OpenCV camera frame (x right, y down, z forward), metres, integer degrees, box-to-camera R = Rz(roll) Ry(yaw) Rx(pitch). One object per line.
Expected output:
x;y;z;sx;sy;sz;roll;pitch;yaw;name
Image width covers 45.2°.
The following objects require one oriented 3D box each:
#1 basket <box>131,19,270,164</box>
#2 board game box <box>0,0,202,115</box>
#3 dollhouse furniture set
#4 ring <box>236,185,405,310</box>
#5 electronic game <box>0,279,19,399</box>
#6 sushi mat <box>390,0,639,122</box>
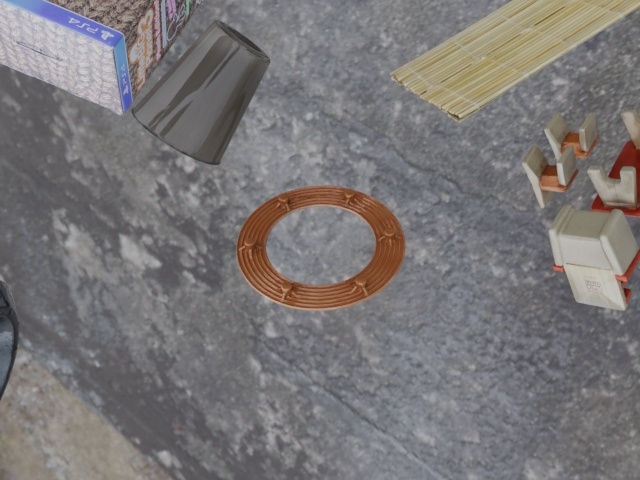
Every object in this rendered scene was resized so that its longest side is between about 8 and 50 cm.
-0.210;-0.285;1.450;0.227;0.204;0.154;-52;40;17;basket
-0.314;-0.360;1.075;0.232;0.291;0.141;23;151;4;board game box
0.406;-0.051;1.032;0.262;0.259;0.135;10;142;44;dollhouse furniture set
0.000;0.000;1.519;0.336;0.336;0.032;32;147;28;ring
-0.346;0.141;0.707;0.048;0.229;0.229;20;134;0;electronic game
0.246;-0.245;0.899;0.151;0.316;0.019;50;170;48;sushi mat
